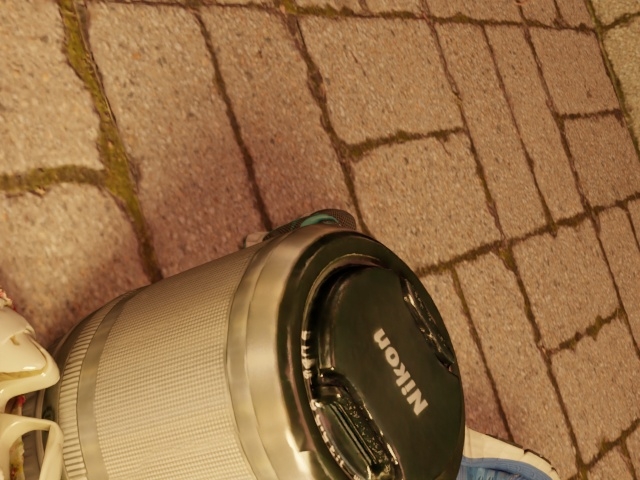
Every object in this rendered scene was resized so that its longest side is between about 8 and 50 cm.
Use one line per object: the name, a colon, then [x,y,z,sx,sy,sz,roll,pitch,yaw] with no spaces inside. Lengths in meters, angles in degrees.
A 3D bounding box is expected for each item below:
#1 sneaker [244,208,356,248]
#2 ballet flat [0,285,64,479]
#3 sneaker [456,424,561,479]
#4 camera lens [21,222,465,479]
sneaker: [0.000,0.000,1.036,0.166,0.076,0.065,-25,95,-54]
ballet flat: [-0.208,0.116,0.681,0.091,0.077,0.241,79,1,-64]
sneaker: [0.133,0.268,1.068,0.330,0.130,0.147,30,66,-38]
camera lens: [-0.053,0.122,0.738,0.219,0.274,0.219,28,53,-44]
